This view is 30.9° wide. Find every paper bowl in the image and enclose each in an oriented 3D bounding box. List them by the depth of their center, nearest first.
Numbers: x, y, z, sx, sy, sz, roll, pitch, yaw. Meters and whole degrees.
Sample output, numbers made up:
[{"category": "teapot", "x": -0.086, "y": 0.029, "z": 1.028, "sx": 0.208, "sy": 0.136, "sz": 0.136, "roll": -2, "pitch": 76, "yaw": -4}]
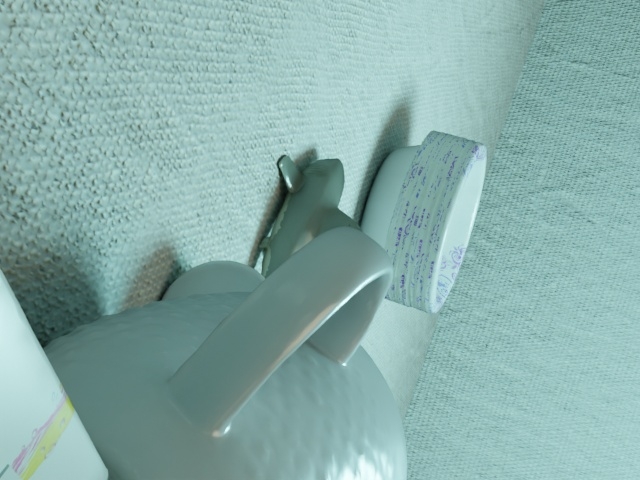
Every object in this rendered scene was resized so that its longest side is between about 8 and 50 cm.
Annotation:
[{"category": "paper bowl", "x": 0.157, "y": -0.037, "z": 1.847, "sx": 0.284, "sy": 0.148, "sz": 0.284, "roll": 18, "pitch": 90, "yaw": -76}]

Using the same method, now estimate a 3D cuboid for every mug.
[{"category": "mug", "x": -0.081, "y": 0.143, "z": 0.790, "sx": 0.374, "sy": 0.276, "sz": 0.328, "roll": -52, "pitch": 167, "yaw": 12}]

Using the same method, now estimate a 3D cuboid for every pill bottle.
[{"category": "pill bottle", "x": -0.084, "y": 0.111, "z": 1.143, "sx": 0.208, "sy": 0.117, "sz": 0.117, "roll": 77, "pitch": 33, "yaw": -64}]

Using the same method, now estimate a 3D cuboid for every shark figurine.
[{"category": "shark figurine", "x": -0.010, "y": 0.016, "z": 1.337, "sx": 0.166, "sy": 0.116, "sz": 0.278, "roll": 61, "pitch": 46, "yaw": -70}]

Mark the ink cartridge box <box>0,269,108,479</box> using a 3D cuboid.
[{"category": "ink cartridge box", "x": -0.219, "y": 0.101, "z": 0.488, "sx": 0.233, "sy": 0.171, "sz": 0.168, "roll": 86, "pitch": 25, "yaw": -58}]
